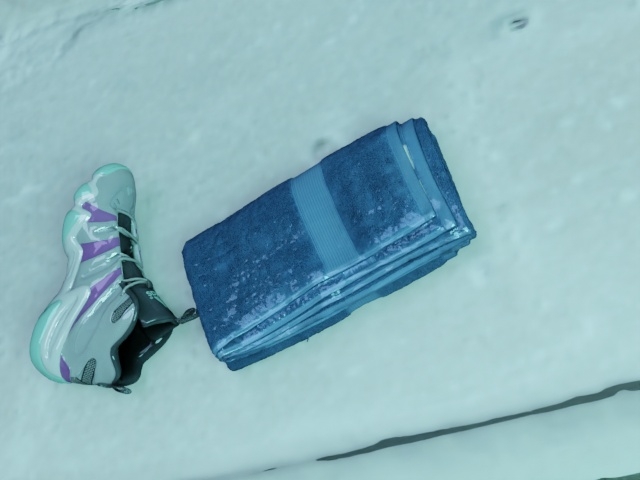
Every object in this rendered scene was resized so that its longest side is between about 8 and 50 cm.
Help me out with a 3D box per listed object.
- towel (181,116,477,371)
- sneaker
[{"bbox_3d":[0.000,0.000,0.569,0.119,0.029,0.067,-30,58,14],"label":"towel"},{"bbox_3d":[-0.079,0.018,0.601,0.069,0.038,0.098,11,84,29],"label":"sneaker"}]
